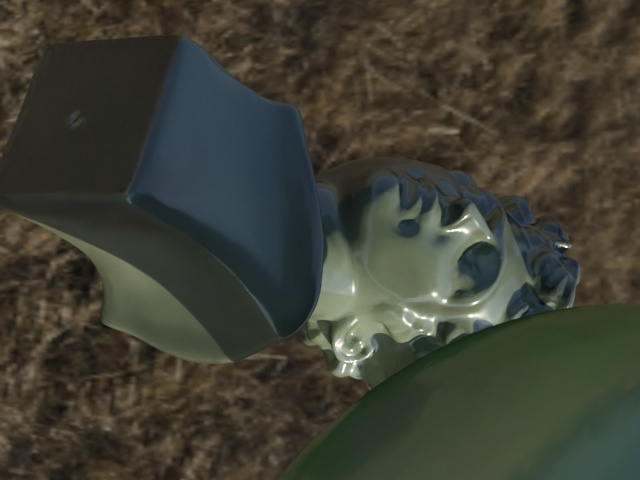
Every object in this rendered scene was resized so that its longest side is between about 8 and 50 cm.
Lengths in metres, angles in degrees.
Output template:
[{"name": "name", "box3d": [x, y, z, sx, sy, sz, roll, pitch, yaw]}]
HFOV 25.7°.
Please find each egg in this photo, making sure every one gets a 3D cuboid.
[{"name": "egg", "box3d": [0.087, 0.137, 0.477, 0.269, 0.220, 0.220, -21, 105, -21]}]

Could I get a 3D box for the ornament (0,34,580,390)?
[{"name": "ornament", "box3d": [-0.014, 0.003, 0.615, 0.285, 0.130, 0.120, 16, 80, -39]}]
